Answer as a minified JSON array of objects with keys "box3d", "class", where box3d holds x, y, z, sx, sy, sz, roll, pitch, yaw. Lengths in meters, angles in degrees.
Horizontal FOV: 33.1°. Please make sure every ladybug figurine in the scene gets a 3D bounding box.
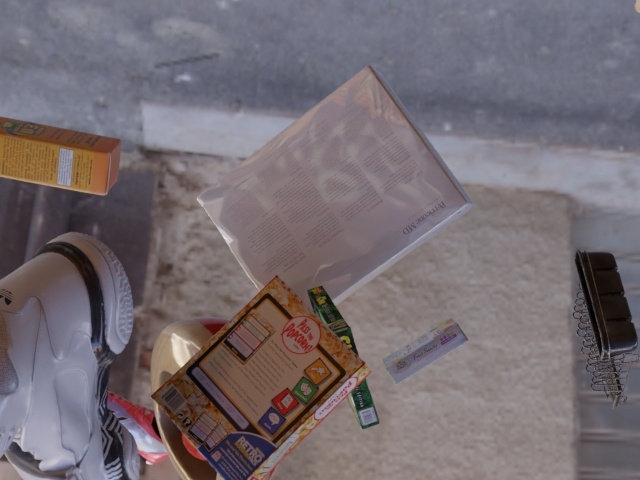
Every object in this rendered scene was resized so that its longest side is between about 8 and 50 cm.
[{"box3d":[-0.160,0.281,1.810,0.162,0.305,0.449,-26,154,-27],"class":"ladybug figurine"}]

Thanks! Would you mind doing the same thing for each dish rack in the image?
[{"box3d":[0.492,0.164,1.885,0.074,0.208,0.271,-6,144,3],"class":"dish rack"}]

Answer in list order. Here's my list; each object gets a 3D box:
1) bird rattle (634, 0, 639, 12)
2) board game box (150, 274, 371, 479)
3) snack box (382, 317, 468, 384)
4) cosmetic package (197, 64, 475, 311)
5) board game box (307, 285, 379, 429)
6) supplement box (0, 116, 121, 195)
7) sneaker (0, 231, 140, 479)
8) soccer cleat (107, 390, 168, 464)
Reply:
[{"box3d":[0.576,-0.393,1.670,0.254,0.143,0.207,25,165,20],"class":"bird rattle"},{"box3d":[-0.064,0.156,1.168,0.147,0.193,0.045,45,175,22],"class":"board game box"},{"box3d":[0.175,0.185,1.813,0.141,0.037,0.100,-32,-179,1],"class":"snack box"},{"box3d":[0.023,-0.065,1.810,0.377,0.284,0.097,-36,168,13],"class":"cosmetic package"},{"box3d":[0.028,0.153,1.472,0.030,0.136,0.259,-16,-168,-5],"class":"board game box"},{"box3d":[-0.436,-0.135,1.680,0.234,0.080,0.078,9,-158,0],"class":"supplement box"},{"box3d":[-0.294,0.184,1.052,0.137,0.365,0.210,20,-152,30],"class":"sneaker"},{"box3d":[-0.371,0.332,2.046,0.248,0.083,0.095,41,112,-19],"class":"soccer cleat"}]
